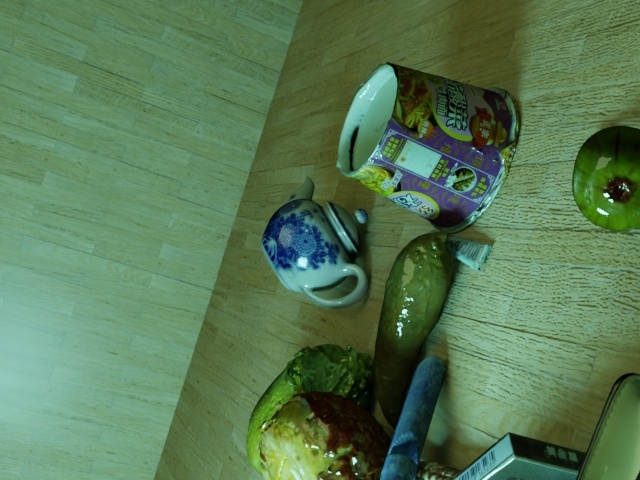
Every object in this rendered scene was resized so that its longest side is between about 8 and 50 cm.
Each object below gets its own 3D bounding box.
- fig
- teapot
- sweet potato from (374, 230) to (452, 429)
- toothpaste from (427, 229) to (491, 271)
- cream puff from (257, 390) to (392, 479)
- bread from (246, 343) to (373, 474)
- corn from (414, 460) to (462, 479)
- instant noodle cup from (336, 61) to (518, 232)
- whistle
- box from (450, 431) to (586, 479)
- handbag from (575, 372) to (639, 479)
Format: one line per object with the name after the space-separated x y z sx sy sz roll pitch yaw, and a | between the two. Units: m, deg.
0.463 -0.116 1.263 0.151 0.151 0.259 -59 -3 29 | fig
0.000 0.000 2.131 0.280 0.252 0.424 -30 53 5 | teapot
0.177 0.173 1.687 0.130 0.130 0.423 -138 61 -67 | sweet potato
0.279 0.015 1.675 0.205 0.036 0.056 27 96 65 | toothpaste
0.033 0.448 1.622 0.350 0.228 0.350 36 135 45 | cream puff
-0.041 0.410 1.924 0.376 0.208 0.251 126 158 -46 | bread
0.215 0.429 1.442 0.237 0.079 0.079 168 119 -72 | corn
0.209 -0.212 1.716 0.340 0.266 0.340 -49 30 42 | instant noodle cup
0.171 0.345 1.525 0.062 0.062 0.304 -47 12 47 | whistle
0.254 0.398 1.213 0.325 0.180 0.047 -54 28 38 | box
0.392 0.284 0.721 0.237 0.358 0.160 -68 23 9 | handbag
